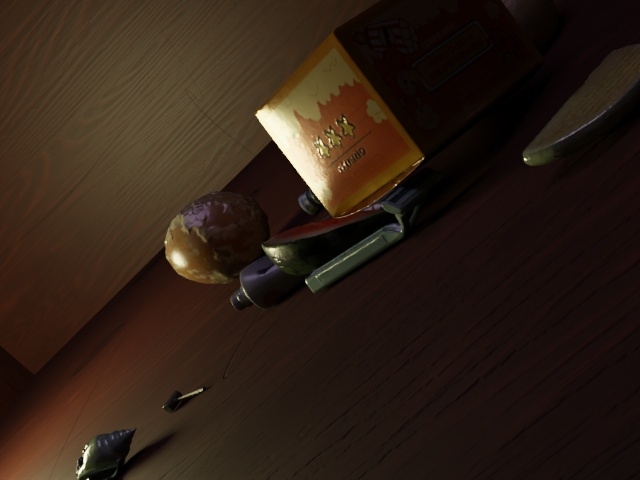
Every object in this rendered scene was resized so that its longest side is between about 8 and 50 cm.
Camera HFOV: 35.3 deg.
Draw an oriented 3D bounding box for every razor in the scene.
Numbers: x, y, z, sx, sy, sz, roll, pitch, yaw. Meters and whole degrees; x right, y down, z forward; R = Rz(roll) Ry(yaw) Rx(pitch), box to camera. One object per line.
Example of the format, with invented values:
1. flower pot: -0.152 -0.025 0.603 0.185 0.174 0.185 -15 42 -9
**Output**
1. razor: 0.066 0.005 1.396 0.111 0.056 0.278 -39 -4 -43

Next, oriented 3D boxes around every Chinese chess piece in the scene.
1. Chinese chess piece: 0.268 -0.309 1.616 0.251 0.097 0.251 -44 10 10

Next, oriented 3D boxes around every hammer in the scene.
1. hammer: -0.218 0.256 1.649 0.110 0.019 0.035 -27 22 47

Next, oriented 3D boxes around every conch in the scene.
1. conch: -0.348 0.363 1.658 0.065 0.088 0.180 7 -45 -46

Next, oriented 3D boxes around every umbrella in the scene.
1. umbrella: -0.417 0.402 1.808 0.037 0.040 0.144 -37 12 1

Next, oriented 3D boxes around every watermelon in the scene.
1. watermelon: -0.002 -0.006 1.537 0.245 0.063 0.119 -17 25 40

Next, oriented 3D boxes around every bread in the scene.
1. bread: 0.306 -0.147 1.062 0.193 0.036 0.112 -47 15 -23

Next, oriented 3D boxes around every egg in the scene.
1. egg: -0.216 -0.003 2.110 0.233 0.195 0.195 -32 13 9

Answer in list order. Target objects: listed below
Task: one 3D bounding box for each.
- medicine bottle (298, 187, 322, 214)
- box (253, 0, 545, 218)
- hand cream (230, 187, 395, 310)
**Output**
1. medicine bottle: 0.036 -0.126 1.955 0.191 0.051 0.051 -42 12 26
2. box: 0.109 -0.210 1.411 0.283 0.214 0.259 -39 5 -32
3. hand cream: -0.011 0.014 1.641 0.340 0.078 0.124 -35 13 18
